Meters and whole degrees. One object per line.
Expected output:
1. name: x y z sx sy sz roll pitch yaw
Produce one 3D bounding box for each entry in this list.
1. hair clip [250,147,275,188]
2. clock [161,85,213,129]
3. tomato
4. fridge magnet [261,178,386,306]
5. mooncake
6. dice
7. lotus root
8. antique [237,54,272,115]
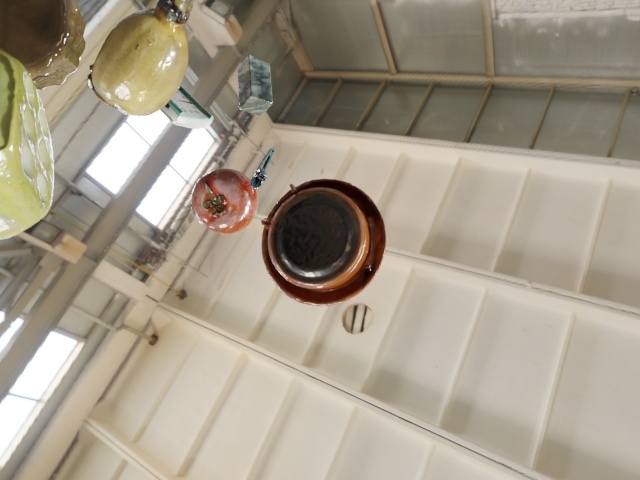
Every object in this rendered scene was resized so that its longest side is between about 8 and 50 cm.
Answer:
1. hair clip: -0.228 -0.303 1.756 0.083 0.048 0.275 -43 -156 28
2. clock: -0.689 -0.642 2.103 0.262 0.231 0.116 43 -65 15
3. tomato: -0.381 -0.162 1.776 0.271 0.227 0.269 3 -80 16
4. fridge magnet: 0.000 0.000 1.205 0.364 0.155 0.362 -3 -100 16
5. mooncake: -0.767 -0.556 1.094 0.324 0.324 0.187 -46 -165 -7
6. dice: -0.553 -0.142 0.648 0.234 0.226 0.238 -5 -113 -18
7. lotus root: -0.364 -0.401 0.927 0.310 0.183 0.182 -44 -132 26
8. antique: -0.226 -0.537 1.494 0.088 0.086 0.182 -26 -116 47
